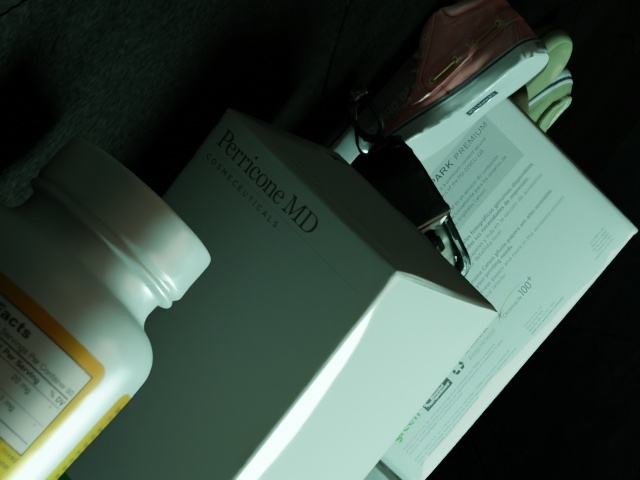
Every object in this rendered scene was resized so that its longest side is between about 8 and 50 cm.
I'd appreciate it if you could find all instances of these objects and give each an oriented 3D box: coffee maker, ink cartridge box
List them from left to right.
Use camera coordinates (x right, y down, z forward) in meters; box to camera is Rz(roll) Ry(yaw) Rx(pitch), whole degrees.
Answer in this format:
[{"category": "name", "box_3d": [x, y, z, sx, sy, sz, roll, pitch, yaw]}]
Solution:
[{"category": "coffee maker", "box_3d": [0.000, 0.000, 1.513, 0.178, 0.171, 0.120, -29, 162, -21]}, {"category": "ink cartridge box", "box_3d": [0.075, 0.009, 1.700, 0.309, 0.272, 0.130, -48, -160, -7]}]

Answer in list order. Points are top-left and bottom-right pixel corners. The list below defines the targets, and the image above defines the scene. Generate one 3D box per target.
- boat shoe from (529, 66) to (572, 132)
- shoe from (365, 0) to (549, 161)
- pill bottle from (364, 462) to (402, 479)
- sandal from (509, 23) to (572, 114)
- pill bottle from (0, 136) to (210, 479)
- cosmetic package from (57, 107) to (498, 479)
[{"category": "boat shoe", "box_3d": [0.187, -0.078, 2.060, 0.302, 0.094, 0.109, -44, 168, -26]}, {"category": "shoe", "box_3d": [0.098, -0.133, 1.591, 0.178, 0.081, 0.063, -37, 161, 12]}, {"category": "pill bottle", "box_3d": [-0.052, 0.357, 1.807, 0.361, 0.204, 0.204, -49, 169, -1]}, {"category": "sandal", "box_3d": [0.178, -0.112, 1.936, 0.303, 0.086, 0.120, -44, 167, -29]}, {"category": "pill bottle", "box_3d": [-0.176, 0.067, 1.005, 0.245, 0.136, 0.136, -48, 169, -11]}, {"category": "cosmetic package", "box_3d": [-0.076, 0.117, 1.338, 0.365, 0.197, 0.155, -54, 147, 12]}]
